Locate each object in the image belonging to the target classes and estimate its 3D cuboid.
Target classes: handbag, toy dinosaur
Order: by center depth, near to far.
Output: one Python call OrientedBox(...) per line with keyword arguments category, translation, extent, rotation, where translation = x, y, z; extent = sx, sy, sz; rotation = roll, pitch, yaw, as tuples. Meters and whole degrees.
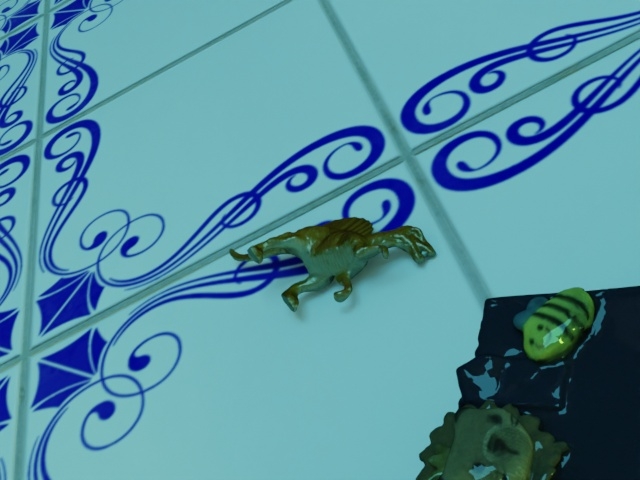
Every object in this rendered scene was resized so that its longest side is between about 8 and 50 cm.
OrientedBox(category="handbag", translation=(0.214, 0.162, 0.564), extent=(0.329, 0.122, 0.303), rotation=(-5, 46, 32))
OrientedBox(category="toy dinosaur", translation=(0.001, 0.000, 0.933), extent=(0.142, 0.057, 0.212), rotation=(-33, 38, -19))
